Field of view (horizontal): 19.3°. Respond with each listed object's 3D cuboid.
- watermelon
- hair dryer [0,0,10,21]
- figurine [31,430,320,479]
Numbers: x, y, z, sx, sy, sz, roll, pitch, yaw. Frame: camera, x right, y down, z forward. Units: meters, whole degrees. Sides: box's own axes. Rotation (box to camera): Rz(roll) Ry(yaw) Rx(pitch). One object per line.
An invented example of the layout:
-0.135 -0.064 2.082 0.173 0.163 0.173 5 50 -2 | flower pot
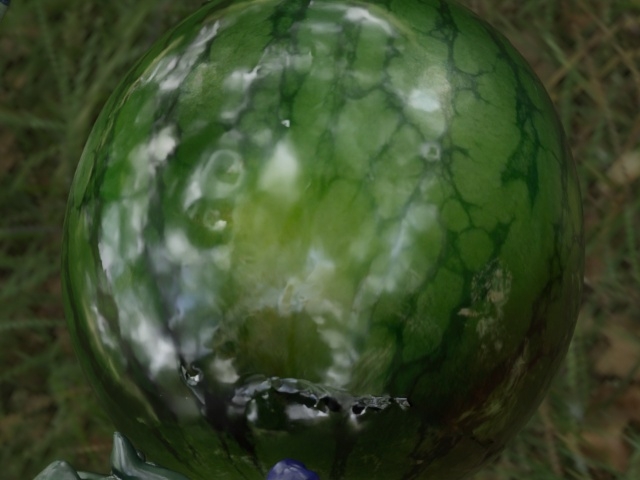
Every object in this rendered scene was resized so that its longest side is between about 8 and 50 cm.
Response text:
0.000 0.000 1.213 0.363 0.363 0.363 -19 55 30 | watermelon
-0.347 -0.151 1.526 0.067 0.199 0.167 47 113 4 | hair dryer
-0.121 0.273 0.896 0.261 0.186 0.382 28 102 11 | figurine
